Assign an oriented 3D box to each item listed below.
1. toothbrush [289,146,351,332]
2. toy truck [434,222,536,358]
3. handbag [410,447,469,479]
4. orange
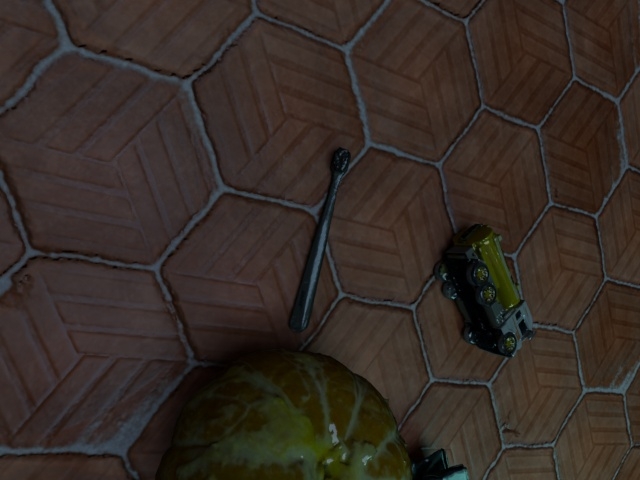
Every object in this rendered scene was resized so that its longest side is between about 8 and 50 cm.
[{"bbox_3d":[0.000,0.000,0.666,0.030,0.030,0.298,14,91,2],"label":"toothbrush"},{"bbox_3d":[0.298,0.090,0.765,0.114,0.098,0.227,-33,105,-23],"label":"toy truck"},{"bbox_3d":[0.141,0.528,0.742,0.268,0.100,0.274,-19,101,-17],"label":"handbag"},{"bbox_3d":[-0.039,0.302,0.541,0.329,0.249,0.330,19,57,-31],"label":"orange"}]
